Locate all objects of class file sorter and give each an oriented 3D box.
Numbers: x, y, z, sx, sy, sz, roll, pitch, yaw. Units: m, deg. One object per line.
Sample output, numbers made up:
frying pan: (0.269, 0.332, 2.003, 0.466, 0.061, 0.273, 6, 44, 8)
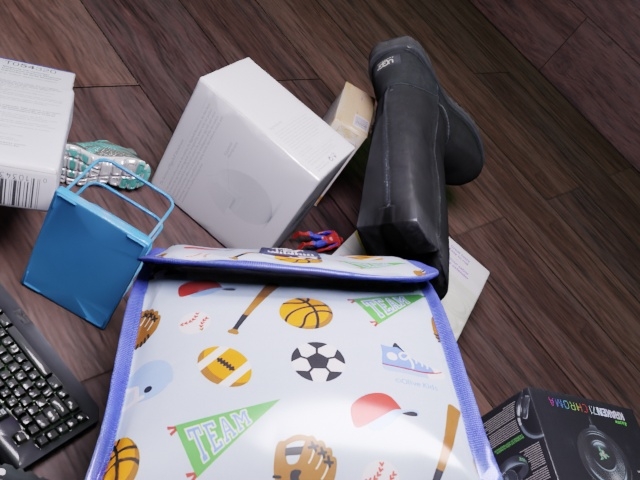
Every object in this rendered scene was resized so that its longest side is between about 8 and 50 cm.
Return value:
file sorter: (-0.274, 0.002, 0.800, 0.118, 0.170, 0.104, 32, 35, -8)

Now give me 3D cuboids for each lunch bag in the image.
lunch bag: (-0.035, 0.138, 0.654, 0.328, 0.239, 0.385, 3, 35, -5)

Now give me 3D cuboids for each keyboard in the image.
keyboard: (-0.407, 0.120, 0.689, 0.317, 0.033, 0.201, 46, 39, 10)

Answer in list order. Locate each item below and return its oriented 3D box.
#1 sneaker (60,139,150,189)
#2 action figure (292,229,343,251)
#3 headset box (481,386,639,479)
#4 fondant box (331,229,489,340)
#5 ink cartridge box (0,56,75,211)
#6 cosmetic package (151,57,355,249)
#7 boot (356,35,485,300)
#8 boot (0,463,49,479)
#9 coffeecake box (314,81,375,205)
sneaker: (-0.346, -0.123, 0.964, 0.166, 0.065, 0.076, 11, 30, -35)
action figure: (0.000, 0.000, 1.127, 0.115, 0.030, 0.038, -2, 59, -45)
headset box: (0.401, 0.395, 0.970, 0.246, 0.131, 0.283, 17, 44, -24)
fondant box: (0.138, 0.074, 1.099, 0.238, 0.096, 0.330, 42, 35, 4)
ink cartridge box: (-0.492, -0.162, 0.809, 0.324, 0.071, 0.330, 8, 29, -20)
cosmetic package: (-0.109, -0.117, 0.999, 0.225, 0.224, 0.138, 40, 39, 1)
boot: (0.190, -0.084, 1.095, 0.367, 0.146, 0.445, 43, 35, -36)
boot: (-0.281, 0.314, 0.545, 0.246, 0.094, 0.207, 28, 36, -22)
coffeecake box: (0.020, -0.179, 1.191, 0.068, 0.185, 0.142, 29, 40, -12)
